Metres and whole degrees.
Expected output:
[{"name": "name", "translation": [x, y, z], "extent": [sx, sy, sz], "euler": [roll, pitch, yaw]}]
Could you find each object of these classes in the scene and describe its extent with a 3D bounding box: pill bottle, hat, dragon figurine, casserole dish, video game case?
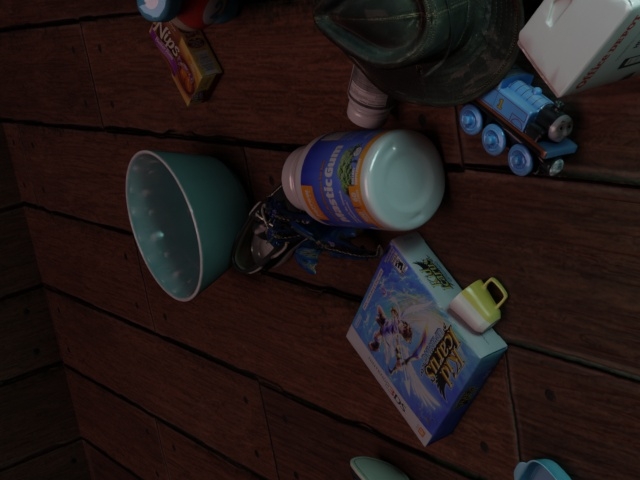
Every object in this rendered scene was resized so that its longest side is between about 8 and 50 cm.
[{"name": "pill bottle", "translation": [0.054, -0.095, 1.717], "extent": [0.272, 0.152, 0.152], "euler": [5, 111, 56]}, {"name": "hat", "translation": [0.083, -0.291, 1.392], "extent": [0.331, 0.134, 0.331], "euler": [25, 133, 30]}, {"name": "dragon figurine", "translation": [0.000, 0.000, 1.836], "extent": [0.289, 0.144, 0.085], "euler": [-133, 34, -59]}, {"name": "casserole dish", "translation": [0.358, 0.399, 1.620], "extent": [0.188, 0.037, 0.114], "euler": [51, 144, 29]}, {"name": "pill bottle", "translation": [0.084, -0.241, 1.660], "extent": [0.078, 0.078, 0.137], "euler": [49, 144, 32]}, {"name": "video game case", "translation": [0.161, 0.162, 1.780], "extent": [0.244, 0.061, 0.270], "euler": [53, 145, 26]}]

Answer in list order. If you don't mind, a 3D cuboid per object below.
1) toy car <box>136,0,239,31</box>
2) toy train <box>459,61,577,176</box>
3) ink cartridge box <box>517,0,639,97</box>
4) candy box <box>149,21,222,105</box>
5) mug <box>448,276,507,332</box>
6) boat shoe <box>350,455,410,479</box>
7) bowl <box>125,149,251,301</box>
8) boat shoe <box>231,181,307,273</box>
[{"name": "toy car", "translation": [-0.180, -0.491, 1.880], "extent": [0.238, 0.219, 0.210], "euler": [-21, 89, 31]}, {"name": "toy train", "translation": [0.254, -0.161, 1.434], "extent": [0.184, 0.080, 0.105], "euler": [46, 136, 35]}, {"name": "ink cartridge box", "translation": [0.328, -0.240, 1.145], "extent": [0.086, 0.203, 0.148], "euler": [59, 148, 19]}, {"name": "candy box", "translation": [-0.266, -0.373, 2.174], "extent": [0.187, 0.053, 0.109], "euler": [61, 148, 13]}, {"name": "mug", "translation": [0.235, 0.098, 1.628], "extent": [0.064, 0.062, 0.078], "euler": [52, 152, 15]}, {"name": "boat shoe", "translation": [0.143, 0.469, 1.955], "extent": [0.254, 0.095, 0.079], "euler": [27, 118, 38]}, {"name": "bowl", "translation": [-0.249, -0.049, 2.219], "extent": [0.311, 0.163, 0.312], "euler": [36, 135, 45]}, {"name": "boat shoe", "translation": [-0.084, -0.024, 2.036], "extent": [0.114, 0.091, 0.302], "euler": [58, 147, 21]}]
